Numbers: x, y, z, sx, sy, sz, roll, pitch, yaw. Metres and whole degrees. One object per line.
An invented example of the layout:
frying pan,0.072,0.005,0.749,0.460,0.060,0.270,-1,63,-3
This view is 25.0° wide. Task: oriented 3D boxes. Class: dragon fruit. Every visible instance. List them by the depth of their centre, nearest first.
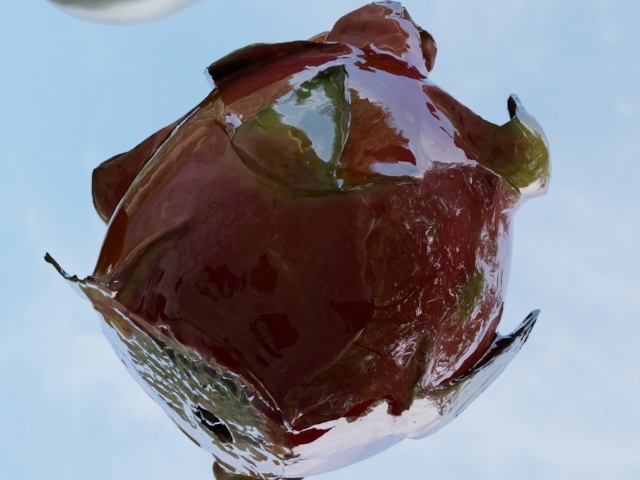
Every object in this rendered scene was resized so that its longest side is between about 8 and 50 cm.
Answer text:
dragon fruit,-0.001,0.005,0.716,0.224,0.227,0.224,32,-35,27

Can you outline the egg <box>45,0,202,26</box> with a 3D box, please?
egg,-0.145,-0.250,1.154,0.151,0.209,0.151,28,-43,30
